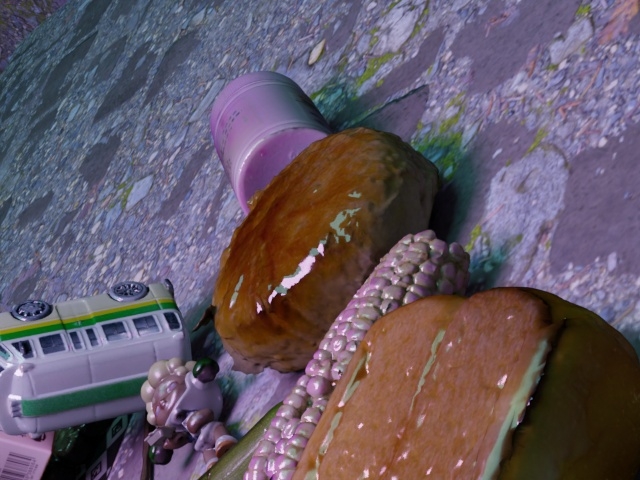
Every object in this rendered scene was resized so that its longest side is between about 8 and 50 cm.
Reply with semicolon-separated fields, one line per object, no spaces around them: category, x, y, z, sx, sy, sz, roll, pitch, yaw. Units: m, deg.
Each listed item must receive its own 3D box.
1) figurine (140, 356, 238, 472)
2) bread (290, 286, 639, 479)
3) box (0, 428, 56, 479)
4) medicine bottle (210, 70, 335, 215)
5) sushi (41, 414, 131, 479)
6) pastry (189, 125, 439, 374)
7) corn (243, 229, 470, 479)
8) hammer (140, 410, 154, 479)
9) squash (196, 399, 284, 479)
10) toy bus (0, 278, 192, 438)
figurine;-0.157;0.209;1.630;0.147;0.093;0.197;-61;24;10
bread;0.106;0.207;1.112;0.328;0.148;0.337;-11;50;62
box;-0.497;0.320;1.853;0.091;0.221;0.274;-95;29;-54
medicine bottle;-0.057;-0.121;1.816;0.152;0.152;0.254;-49;25;11
sushi;-0.355;0.284;1.938;0.231;0.047;0.219;-26;36;45
pastry;0.000;0.000;1.574;0.329;0.136;0.329;-42;26;26
corn;0.039;0.139;1.341;0.126;0.126;0.335;-6;51;58
hammer;-0.221;0.298;1.714;0.058;0.029;0.292;-42;25;19
squash;-0.081;0.249;1.482;0.229;0.066;0.066;-44;26;22
toy bus;-0.303;0.155;1.755;0.165;0.276;0.133;-131;35;-56
